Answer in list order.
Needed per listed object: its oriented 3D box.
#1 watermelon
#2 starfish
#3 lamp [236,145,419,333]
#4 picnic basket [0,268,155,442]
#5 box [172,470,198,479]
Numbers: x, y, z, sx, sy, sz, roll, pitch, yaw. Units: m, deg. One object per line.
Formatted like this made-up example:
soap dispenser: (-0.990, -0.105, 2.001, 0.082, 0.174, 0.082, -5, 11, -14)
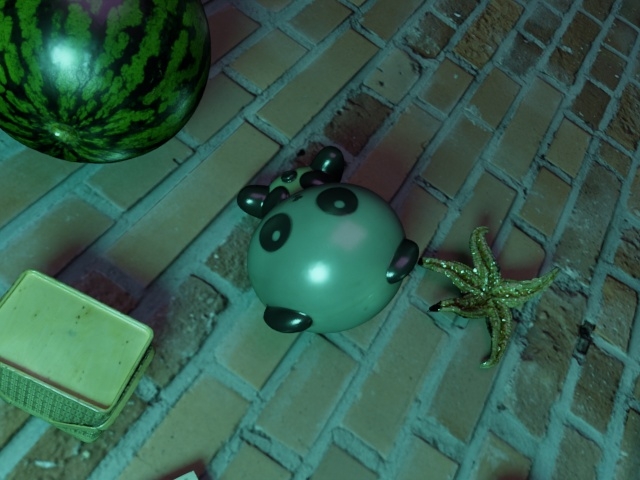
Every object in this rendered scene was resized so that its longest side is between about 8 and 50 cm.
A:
watermelon: (-0.273, -0.230, 0.867, 0.285, 0.285, 0.285, 13, 51, -17)
starfish: (0.245, 0.076, 1.046, 0.238, 0.057, 0.213, -3, 65, -23)
lamp: (0.000, 0.000, 0.902, 0.198, 0.197, 0.244, 2, 40, -25)
picnic basket: (-0.264, 0.117, 0.745, 0.164, 0.079, 0.115, 29, 47, -4)
box: (-0.153, 0.271, 0.723, 0.083, 0.024, 0.054, -17, 67, -36)
